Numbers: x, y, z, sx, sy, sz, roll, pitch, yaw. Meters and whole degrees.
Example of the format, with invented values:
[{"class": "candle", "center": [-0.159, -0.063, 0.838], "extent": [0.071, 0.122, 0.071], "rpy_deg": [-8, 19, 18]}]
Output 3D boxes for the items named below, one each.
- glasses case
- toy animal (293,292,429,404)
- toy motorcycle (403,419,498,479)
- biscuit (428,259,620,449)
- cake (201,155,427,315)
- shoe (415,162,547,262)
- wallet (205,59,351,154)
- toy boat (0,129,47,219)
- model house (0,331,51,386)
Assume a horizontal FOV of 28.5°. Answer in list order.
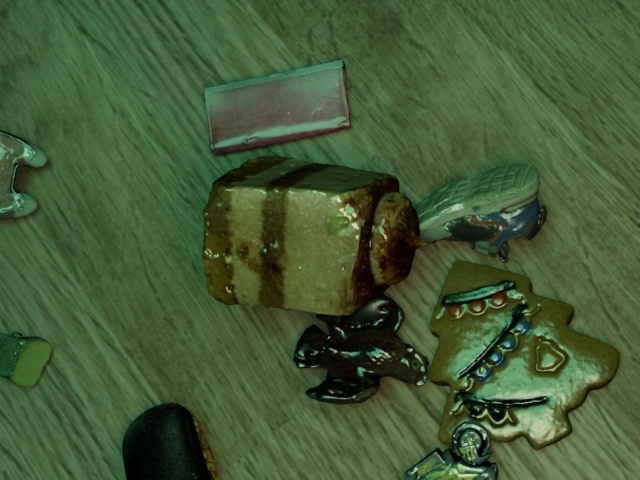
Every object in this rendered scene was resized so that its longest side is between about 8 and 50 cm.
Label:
[{"class": "glasses case", "center": [-0.200, 0.379, 1.796], "extent": [0.122, 0.082, 0.321], "rpy_deg": [-30, 55, 12]}, {"class": "toy animal", "center": [0.063, 0.166, 1.834], "extent": [0.180, 0.116, 0.218], "rpy_deg": [27, 50, -6]}, {"class": "toy motorcycle", "center": [0.180, 0.347, 1.739], "extent": [0.193, 0.061, 0.124], "rpy_deg": [-44, 84, 7]}, {"class": "biscuit", "center": [0.256, 0.157, 1.799], "extent": [0.278, 0.043, 0.301], "rpy_deg": [-31, 67, 2]}, {"class": "cake", "center": [0.000, 0.000, 1.794], "extent": [0.293, 0.199, 0.196], "rpy_deg": [9, 107, 21]}, {"class": "shoe", "center": [0.236, -0.026, 1.853], "extent": [0.228, 0.125, 0.099], "rpy_deg": [-19, 29, 32]}, {"class": "wallet", "center": [-0.069, -0.211, 2.018], "extent": [0.232, 0.025, 0.119], "rpy_deg": [-10, 69, 10]}, {"class": "toy boat", "center": [-0.568, -0.110, 2.090], "extent": [0.228, 0.085, 0.155], "rpy_deg": [8, 82, 5]}, {"class": "model house", "center": [-0.476, 0.178, 1.974], "extent": [0.083, 0.066, 0.078], "rpy_deg": [21, 88, 38]}]
